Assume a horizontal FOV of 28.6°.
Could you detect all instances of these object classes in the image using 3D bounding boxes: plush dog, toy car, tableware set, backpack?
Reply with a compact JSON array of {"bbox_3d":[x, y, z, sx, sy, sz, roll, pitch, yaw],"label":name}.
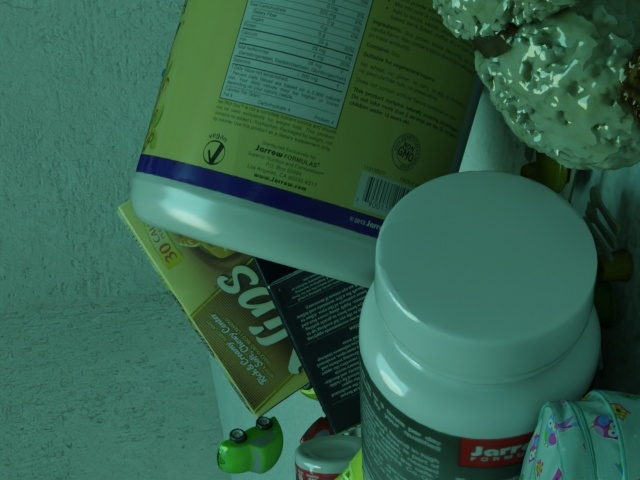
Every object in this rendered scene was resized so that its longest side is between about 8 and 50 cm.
[{"bbox_3d":[0.133,-0.144,0.719,0.225,0.211,0.262,62,171,-8],"label":"plush dog"},{"bbox_3d":[-0.035,0.258,1.681,0.053,0.225,0.239,36,136,39],"label":"toy car"},{"bbox_3d":[0.180,-0.016,0.885,0.154,0.024,0.104,-113,21,-48],"label":"tableware set"},{"bbox_3d":[0.177,0.174,0.757,0.152,0.115,0.182,-104,16,-48],"label":"backpack"}]

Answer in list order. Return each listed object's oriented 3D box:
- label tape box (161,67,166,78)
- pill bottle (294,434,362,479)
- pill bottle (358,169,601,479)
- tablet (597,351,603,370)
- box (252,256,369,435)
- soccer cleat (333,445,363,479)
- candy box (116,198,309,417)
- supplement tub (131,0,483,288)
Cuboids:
[{"bbox_3d":[-0.071,-0.114,1.800,0.333,0.106,0.240,45,-167,-33],"label":"label tape box"},{"bbox_3d":[0.024,0.356,1.642,0.108,0.108,0.180,-138,43,-74],"label":"pill bottle"},{"bbox_3d":[0.107,0.096,0.872,0.283,0.161,0.161,86,172,-51],"label":"pill bottle"},{"bbox_3d":[0.189,0.054,0.916,0.054,0.006,0.083,151,112,-78],"label":"tablet"},{"bbox_3d":[0.012,0.086,1.413,0.153,0.108,0.207,-122,8,-66],"label":"box"},{"bbox_3d":[0.042,0.304,1.459,0.289,0.121,0.093,98,180,-51],"label":"soccer cleat"},{"bbox_3d":[-0.096,0.042,1.585,0.316,0.183,0.087,57,171,-5],"label":"candy box"},{"bbox_3d":[0.009,-0.143,0.963,0.241,0.241,0.331,-171,97,-79],"label":"supplement tub"}]
